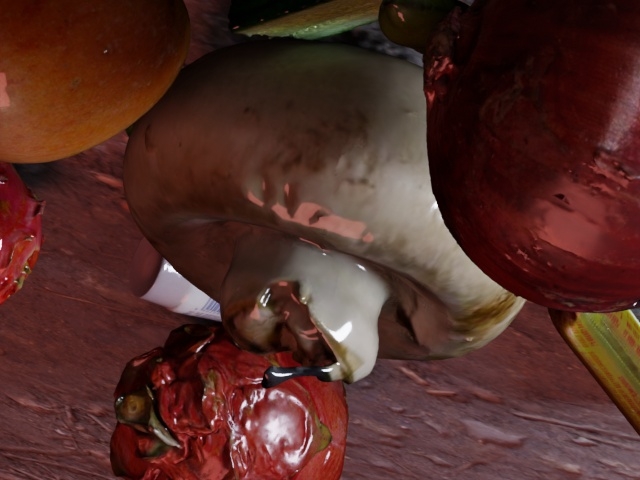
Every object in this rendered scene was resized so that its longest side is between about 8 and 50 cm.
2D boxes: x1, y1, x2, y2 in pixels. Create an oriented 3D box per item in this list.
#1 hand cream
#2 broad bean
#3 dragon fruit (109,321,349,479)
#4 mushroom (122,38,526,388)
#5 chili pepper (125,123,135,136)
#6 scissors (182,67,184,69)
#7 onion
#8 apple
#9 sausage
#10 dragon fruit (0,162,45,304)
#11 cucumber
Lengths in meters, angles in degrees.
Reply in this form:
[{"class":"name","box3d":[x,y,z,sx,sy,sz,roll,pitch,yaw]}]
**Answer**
[{"class":"hand cream","box3d":[-0.086,0.059,2.116,0.247,0.083,0.133,21,161,-31]},{"class":"broad bean","box3d":[0.090,-0.154,1.377,0.065,0.046,0.254,6,-179,24]},{"class":"dragon fruit","box3d":[-0.102,0.229,2.248,0.277,0.278,0.342,5,167,33]},{"class":"mushroom","box3d":[0.000,0.000,1.592,0.362,0.295,0.362,16,160,6]},{"class":"chili pepper","box3d":[-0.111,-0.080,1.815,0.182,0.050,0.073,22,159,-23]},{"class":"scissors","box3d":[-0.179,-0.174,1.706,0.133,0.020,0.187,9,158,20]},{"class":"onion","box3d":[0.187,-0.086,1.275,0.276,0.276,0.276,17,158,7]},{"class":"apple","box3d":[-0.210,-0.185,1.440,0.253,0.254,0.253,17,158,7]},{"class":"sausage","box3d":[0.302,0.120,1.908,0.082,0.082,0.371,5,152,34]},{"class":"dragon fruit","box3d":[-0.421,-0.032,2.018,0.268,0.205,0.210,27,162,6]},{"class":"cucumber","box3d":[0.037,-0.199,1.400,0.115,0.063,0.244,-5,178,-43]}]
